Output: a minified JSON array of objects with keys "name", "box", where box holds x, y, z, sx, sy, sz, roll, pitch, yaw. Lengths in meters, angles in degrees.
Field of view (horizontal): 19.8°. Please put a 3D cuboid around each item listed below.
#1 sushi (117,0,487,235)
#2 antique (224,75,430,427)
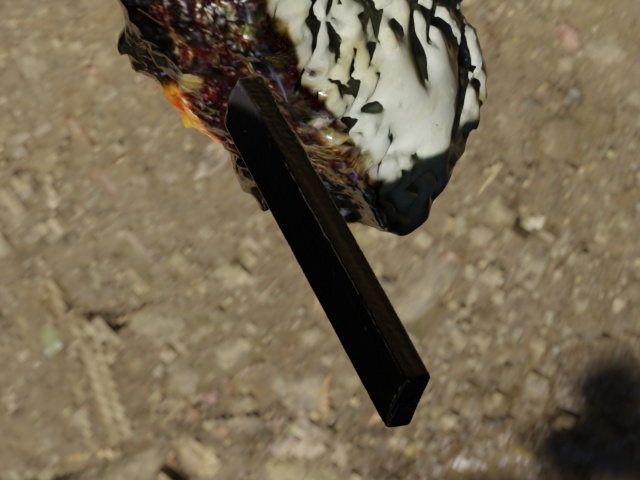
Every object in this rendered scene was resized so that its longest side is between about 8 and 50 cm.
[{"name":"sushi","box":[-0.009,-0.142,1.233,0.182,0.196,0.343,19,158,35]},{"name":"antique","box":[0.000,0.000,0.811,0.192,0.015,0.031,61,142,36]}]
